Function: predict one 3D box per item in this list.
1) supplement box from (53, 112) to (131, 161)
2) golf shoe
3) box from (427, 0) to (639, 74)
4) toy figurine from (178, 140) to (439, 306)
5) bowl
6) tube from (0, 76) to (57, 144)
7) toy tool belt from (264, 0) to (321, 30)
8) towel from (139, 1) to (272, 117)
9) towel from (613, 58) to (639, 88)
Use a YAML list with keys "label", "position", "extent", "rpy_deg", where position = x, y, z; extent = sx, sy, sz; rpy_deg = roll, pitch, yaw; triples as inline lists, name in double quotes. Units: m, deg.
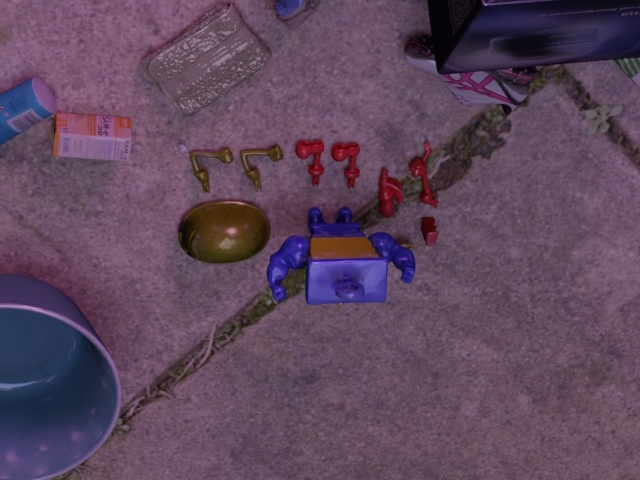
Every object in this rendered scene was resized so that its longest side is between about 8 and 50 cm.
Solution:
- label: "supplement box"
  position: [-0.296, -0.135, 1.939]
  extent: [0.098, 0.062, 0.036]
  rpy_deg: [3, 121, -12]
- label: "golf shoe"
  position: [0.190, -0.213, 1.962]
  extent: [0.186, 0.067, 0.086]
  rpy_deg: [13, 121, -17]
- label: "box"
  position: [0.290, -0.317, 1.713]
  extent: [0.296, 0.294, 0.182]
  rpy_deg: [-6, 83, -5]
- label: "toy figurine"
  position: [0.000, 0.000, 1.982]
  extent: [0.363, 0.217, 0.191]
  rpy_deg: [0, 123, -10]
- label: "bowl"
  position: [-0.433, 0.169, 2.056]
  extent: [0.312, 0.163, 0.311]
  rpy_deg: [-5, 124, -7]
- label: "tube"
  position: [-0.439, -0.141, 1.924]
  extent: [0.207, 0.052, 0.080]
  rpy_deg: [-26, 118, 14]
- label: "toy tool belt"
  position: [-0.027, -0.308, 1.876]
  extent: [0.083, 0.052, 0.051]
  rpy_deg: [-43, 127, 18]
- label: "towel"
  position: [-0.146, -0.230, 1.922]
  extent: [0.148, 0.027, 0.110]
  rpy_deg: [-33, 123, 13]
- label: "towel"
  position: [0.421, -0.363, 1.921]
  extent: [0.248, 0.038, 0.325]
  rpy_deg: [-40, 118, 15]
